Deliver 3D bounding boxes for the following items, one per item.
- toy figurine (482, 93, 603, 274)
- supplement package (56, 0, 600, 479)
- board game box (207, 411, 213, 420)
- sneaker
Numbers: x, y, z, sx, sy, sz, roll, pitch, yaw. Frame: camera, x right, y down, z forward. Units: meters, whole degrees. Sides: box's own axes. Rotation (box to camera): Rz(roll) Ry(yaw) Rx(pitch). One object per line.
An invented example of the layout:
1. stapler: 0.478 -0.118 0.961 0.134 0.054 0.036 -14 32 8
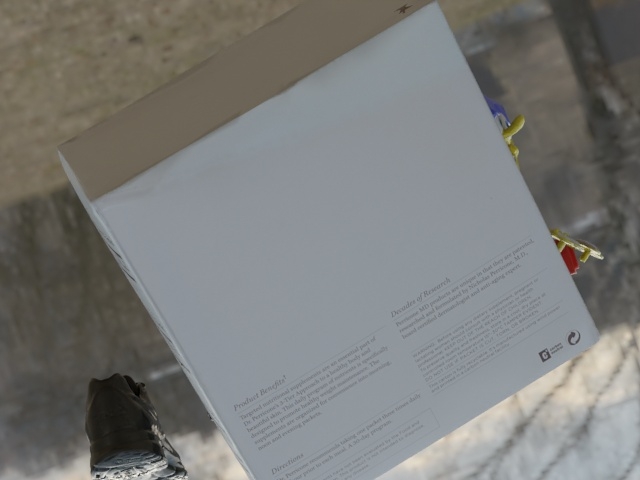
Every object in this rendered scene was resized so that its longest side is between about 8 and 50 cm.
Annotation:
1. toy figurine: 0.123 -0.065 1.577 0.191 0.217 0.362 -22 165 22
2. supplement package: 0.000 0.000 0.847 0.194 0.203 0.149 -31 -160 -7
3. board game box: -0.030 0.183 1.942 0.186 0.026 0.126 9 -133 33
4. sneaker: -0.225 0.233 1.934 0.109 0.130 0.286 -13 163 -7
